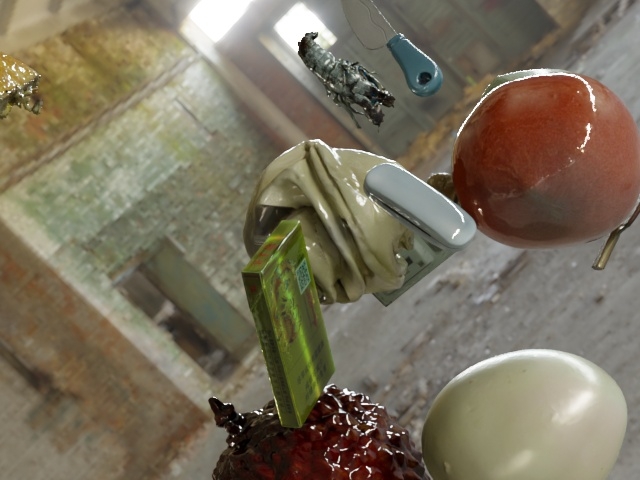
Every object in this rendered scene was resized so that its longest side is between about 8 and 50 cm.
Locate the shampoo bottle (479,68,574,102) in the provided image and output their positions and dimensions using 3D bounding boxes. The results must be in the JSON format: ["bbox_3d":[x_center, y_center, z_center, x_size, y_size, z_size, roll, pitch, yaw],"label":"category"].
[{"bbox_3d":[0.472,-0.292,2.141,0.359,0.078,0.134,-7,-51,-45],"label":"shampoo bottle"}]

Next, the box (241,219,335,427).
[{"bbox_3d":[-0.050,0.141,1.741,0.043,0.311,0.173,0,30,24],"label":"box"}]

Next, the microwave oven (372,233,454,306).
[{"bbox_3d":[0.164,0.008,2.163,0.208,0.122,0.162,-40,31,9],"label":"microwave oven"}]

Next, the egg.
[{"bbox_3d":[0.337,0.320,1.694,0.345,0.283,0.283,-39,6,29],"label":"egg"}]

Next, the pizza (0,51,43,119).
[{"bbox_3d":[-0.432,-0.192,1.186,0.075,0.280,0.288,-59,35,9],"label":"pizza"}]

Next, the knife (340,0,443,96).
[{"bbox_3d":[0.087,-0.295,1.479,0.058,0.244,0.032,-45,-22,13],"label":"knife"}]

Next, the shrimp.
[{"bbox_3d":[0.024,-0.220,1.432,0.076,0.174,0.082,-32,-20,-53],"label":"shrimp"}]

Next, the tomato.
[{"bbox_3d":[0.375,-0.120,1.702,0.321,0.321,0.321,-45,4,4],"label":"tomato"}]

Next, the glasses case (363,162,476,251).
[{"bbox_3d":[0.141,-0.048,1.473,0.067,0.178,0.045,-43,-19,-36],"label":"glasses case"}]

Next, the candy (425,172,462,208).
[{"bbox_3d":[0.238,-0.077,1.910,0.095,0.110,0.085,24,90,41],"label":"candy"}]

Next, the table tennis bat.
[{"bbox_3d":[0.564,-0.043,1.923,0.220,0.019,0.130,-63,4,-6],"label":"table tennis bat"}]

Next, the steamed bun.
[{"bbox_3d":[0.000,0.000,1.960,0.237,0.346,0.394,-44,7,-40],"label":"steamed bun"}]

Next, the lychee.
[{"bbox_3d":[-0.021,0.464,1.929,0.424,0.500,0.424,-53,-4,-5],"label":"lychee"}]
